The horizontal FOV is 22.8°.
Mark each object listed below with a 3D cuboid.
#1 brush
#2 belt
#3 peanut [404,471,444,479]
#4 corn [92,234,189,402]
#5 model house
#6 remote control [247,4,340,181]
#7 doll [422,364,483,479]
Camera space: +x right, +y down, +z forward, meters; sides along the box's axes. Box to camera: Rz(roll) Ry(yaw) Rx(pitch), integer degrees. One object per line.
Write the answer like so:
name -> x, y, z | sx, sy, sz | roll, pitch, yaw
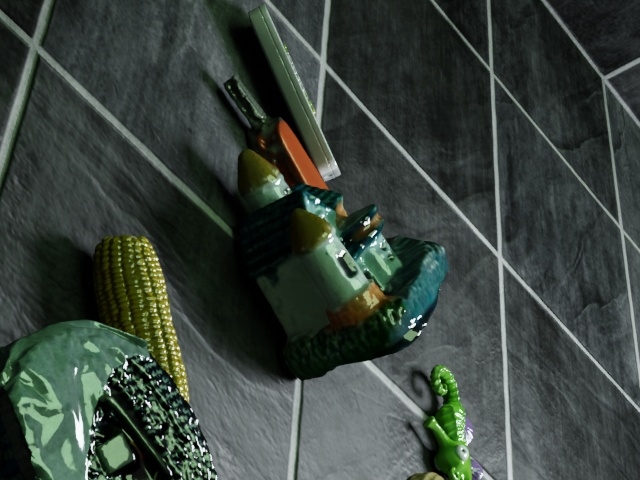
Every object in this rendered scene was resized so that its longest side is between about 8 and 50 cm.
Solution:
brush -> -0.031, -0.083, 2.115 | 0.323, 0.051, 0.070 | 56, 28, -15
belt -> -0.217, 0.195, 1.427 | 0.257, 0.150, 0.207 | 54, 38, -16
peanut -> 0.109, 0.359, 1.938 | 0.083, 0.093, 0.194 | 27, 40, 4
corn -> -0.187, 0.098, 1.642 | 0.080, 0.080, 0.238 | 26, 42, -50
model house -> 0.000, 0.000, 1.971 | 0.291, 0.184, 0.253 | 54, 32, -9
remote control -> -0.036, -0.202, 2.197 | 0.103, 0.034, 0.250 | 52, 15, -83
doll -> 0.178, 0.257, 2.191 | 0.115, 0.050, 0.190 | 50, 27, -39
